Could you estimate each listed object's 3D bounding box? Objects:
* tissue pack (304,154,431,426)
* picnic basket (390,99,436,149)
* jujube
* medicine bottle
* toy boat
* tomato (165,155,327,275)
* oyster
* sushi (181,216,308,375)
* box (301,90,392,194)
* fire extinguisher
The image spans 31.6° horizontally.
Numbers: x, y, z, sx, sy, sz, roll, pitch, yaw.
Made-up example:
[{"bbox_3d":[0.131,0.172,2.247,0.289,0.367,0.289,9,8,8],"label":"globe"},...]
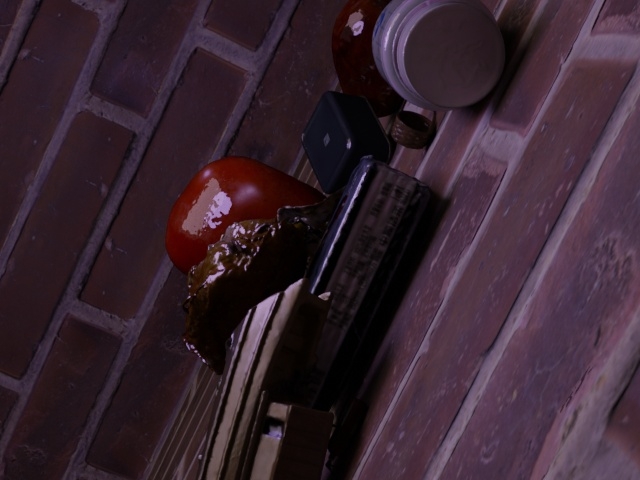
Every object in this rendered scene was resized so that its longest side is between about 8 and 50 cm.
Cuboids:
[{"bbox_3d":[0.036,0.059,1.619,0.259,0.122,0.361,-100,34,-82],"label":"tissue pack"},{"bbox_3d":[0.154,-0.193,1.792,0.072,0.072,0.083,-77,5,-57],"label":"picnic basket"},{"bbox_3d":[0.113,-0.361,2.208,0.190,0.189,0.255,-76,-7,-55],"label":"jujube"},{"bbox_3d":[0.166,-0.269,1.587,0.170,0.170,0.293,-64,9,10],"label":"medicine bottle"},{"bbox_3d":[-0.069,0.267,1.401,0.162,0.136,0.446,4,75,35],"label":"toy boat"},{"bbox_3d":[-0.128,-0.011,2.210,0.293,0.325,0.290,-52,22,7],"label":"tomato"},{"bbox_3d":[0.019,-0.008,1.966,0.204,0.111,0.396,-35,-17,-17],"label":"oyster"},{"bbox_3d":[-0.111,0.071,1.630,0.179,0.166,0.296,-88,8,-48],"label":"sushi"},{"bbox_3d":[0.044,-0.181,2.145,0.144,0.090,0.201,-60,34,33],"label":"box"},{"bbox_3d":[0.025,0.247,1.417,0.100,0.032,0.046,-62,17,-21],"label":"fire extinguisher"}]
